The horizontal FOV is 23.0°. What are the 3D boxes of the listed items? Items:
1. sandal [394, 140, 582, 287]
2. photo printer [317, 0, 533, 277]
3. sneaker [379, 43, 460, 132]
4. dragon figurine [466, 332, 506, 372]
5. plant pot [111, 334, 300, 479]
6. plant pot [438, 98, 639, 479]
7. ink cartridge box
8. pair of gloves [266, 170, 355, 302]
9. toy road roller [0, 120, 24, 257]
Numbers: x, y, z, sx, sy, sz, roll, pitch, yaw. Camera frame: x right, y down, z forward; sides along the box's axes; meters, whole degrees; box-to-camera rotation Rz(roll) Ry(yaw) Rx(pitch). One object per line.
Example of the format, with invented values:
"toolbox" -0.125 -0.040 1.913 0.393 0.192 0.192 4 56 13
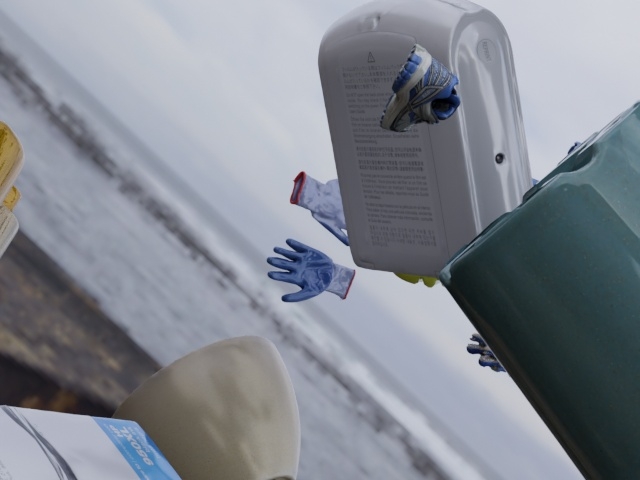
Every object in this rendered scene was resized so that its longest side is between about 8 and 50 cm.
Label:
"sandal" 0.232 -0.028 1.898 0.126 0.317 0.138 -93 168 -85
"photo printer" 0.113 -0.115 1.718 0.256 0.107 0.307 5 -72 55
"sneaker" 0.090 -0.120 1.379 0.058 0.052 0.135 29 -15 4
"dragon figurine" 0.331 0.101 2.152 0.085 0.289 0.144 47 -42 48
"plant pot" -0.139 0.298 2.247 0.191 0.284 0.284 56 4 26
"plant pot" 0.307 0.072 1.417 0.334 0.341 0.341 50 -2 2
"ink cartridge box" -0.359 0.331 1.695 0.166 0.285 0.395 48 15 29
"pair of gloves" 0.000 0.000 2.224 0.159 0.198 0.023 21 -2 -38
"toy road roller" -0.458 -0.048 1.923 0.241 0.202 0.329 10 -31 32
